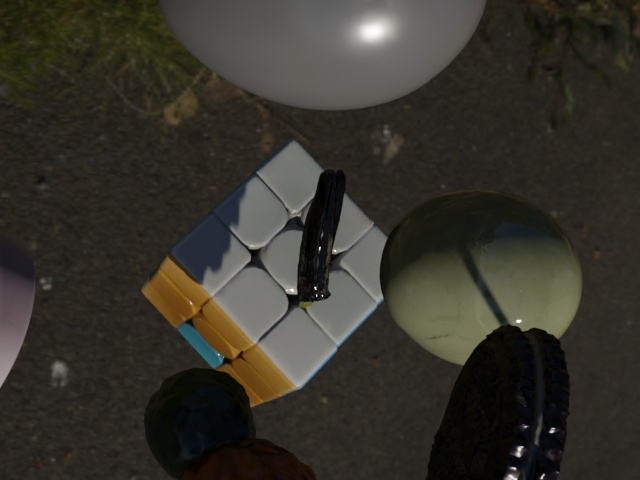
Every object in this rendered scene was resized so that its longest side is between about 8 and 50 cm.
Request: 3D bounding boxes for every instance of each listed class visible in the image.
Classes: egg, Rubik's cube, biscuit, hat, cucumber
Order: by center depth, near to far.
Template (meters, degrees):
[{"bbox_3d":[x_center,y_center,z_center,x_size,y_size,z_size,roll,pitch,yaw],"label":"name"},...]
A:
[{"bbox_3d":[-0.002,-0.149,0.613,0.146,0.198,0.147,4,90,-74],"label":"egg"},{"bbox_3d":[0.121,0.151,0.751,0.194,0.053,0.195,-163,-90,-86],"label":"biscuit"},{"bbox_3d":[-0.002,-0.001,0.942,0.033,0.034,0.135,-20,121,-54],"label":"cucumber"},{"bbox_3d":[-0.056,0.318,1.183,0.285,0.285,0.401,14,56,-53],"label":"hat"},{"bbox_3d":[0.192,0.045,1.291,0.219,0.269,0.219,-3,96,-31],"label":"egg"},{"bbox_3d":[-0.078,0.064,1.727,0.291,0.291,0.290,47,68,-2],"label":"Rubik's cube"}]

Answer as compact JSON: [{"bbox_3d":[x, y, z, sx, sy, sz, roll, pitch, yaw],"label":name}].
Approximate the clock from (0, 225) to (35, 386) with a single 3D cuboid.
[{"bbox_3d":[-0.329,0.068,0.898,0.068,0.196,0.197,31,69,-42],"label":"clock"}]
